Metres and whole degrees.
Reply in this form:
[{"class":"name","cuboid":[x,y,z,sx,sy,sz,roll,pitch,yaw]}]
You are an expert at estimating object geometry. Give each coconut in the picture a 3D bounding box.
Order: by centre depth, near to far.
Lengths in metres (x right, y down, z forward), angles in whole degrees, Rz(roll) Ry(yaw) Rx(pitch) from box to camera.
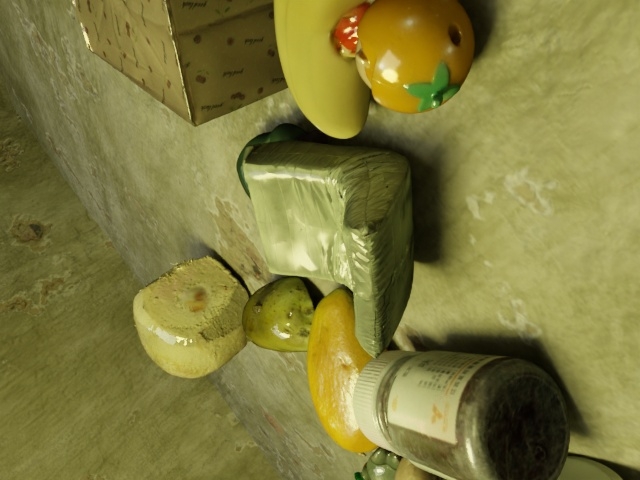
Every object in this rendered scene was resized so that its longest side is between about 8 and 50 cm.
[{"class":"coconut","cuboid":[-0.332,0.214,1.381,0.297,0.297,0.254,43,149,24]}]

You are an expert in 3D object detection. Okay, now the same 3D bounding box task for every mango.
[{"class":"mango","cuboid":[0.054,0.237,0.926,0.177,0.119,0.316,-8,96,45]}]

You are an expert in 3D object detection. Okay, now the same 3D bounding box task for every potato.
[{"class":"potato","cuboid":[-0.103,0.164,1.090,0.272,0.111,0.160,160,99,-66]}]

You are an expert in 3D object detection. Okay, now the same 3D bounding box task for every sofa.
[{"class":"sofa","cuboid":[0.000,0.000,0.655,0.226,0.176,0.210,11,133,21]}]

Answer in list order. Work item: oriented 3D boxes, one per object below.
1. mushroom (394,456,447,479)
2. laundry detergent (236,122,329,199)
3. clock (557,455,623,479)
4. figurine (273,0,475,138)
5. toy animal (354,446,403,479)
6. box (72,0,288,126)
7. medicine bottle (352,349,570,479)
[{"class":"mushroom","cuboid":[0.224,0.400,0.819,0.204,0.204,0.204,39,149,30]},{"class":"laundry detergent","cuboid":[-0.043,-0.105,0.787,0.144,0.078,0.222,59,151,-10]},{"class":"clock","cuboid":[0.267,0.358,0.617,0.083,0.230,0.230,59,153,-6]},{"class":"figurine","cuboid":[0.049,-0.210,0.478,0.222,0.124,0.324,41,153,20]},{"class":"toy animal","cuboid":[0.135,0.439,0.978,0.138,0.108,0.236,16,123,11]},{"class":"box","cuboid":[-0.172,-0.315,0.640,0.297,0.190,0.225,36,145,33]},{"class":"medicine bottle","cuboid":[0.173,0.232,0.708,0.165,0.165,0.273,60,154,-9]}]
